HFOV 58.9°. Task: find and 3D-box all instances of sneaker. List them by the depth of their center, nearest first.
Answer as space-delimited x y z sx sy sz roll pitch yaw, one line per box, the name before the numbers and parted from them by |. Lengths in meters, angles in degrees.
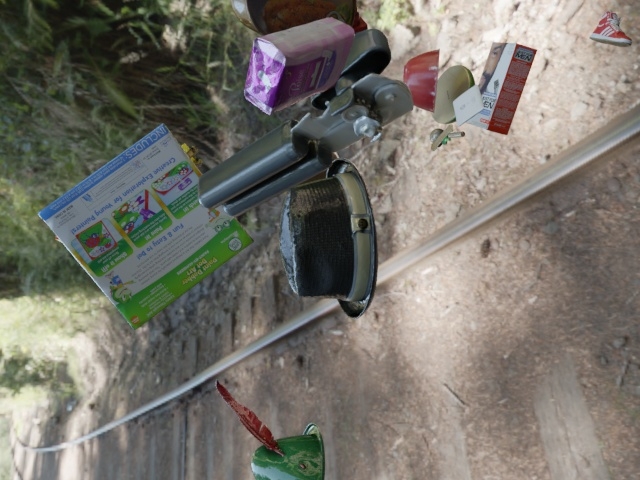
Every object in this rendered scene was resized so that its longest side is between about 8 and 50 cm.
sneaker | 0.653 -0.468 1.253 0.067 0.042 0.118 -66 25 19

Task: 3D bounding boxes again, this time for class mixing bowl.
mixing bowl | 0.290 -0.463 1.643 0.181 0.098 0.181 5 -90 -79

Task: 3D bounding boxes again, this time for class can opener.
can opener | -0.024 -0.108 0.606 0.280 0.074 0.093 -29 58 35

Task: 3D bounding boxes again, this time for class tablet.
tablet | 0.259 -0.238 0.998 0.054 0.006 0.083 -34 32 32

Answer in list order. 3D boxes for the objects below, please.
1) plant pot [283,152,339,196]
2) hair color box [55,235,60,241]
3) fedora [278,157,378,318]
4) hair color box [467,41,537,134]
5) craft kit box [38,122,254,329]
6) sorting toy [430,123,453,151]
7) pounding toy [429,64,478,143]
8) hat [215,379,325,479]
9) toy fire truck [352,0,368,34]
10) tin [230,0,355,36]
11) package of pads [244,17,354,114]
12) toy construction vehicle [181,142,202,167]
plant pot | -0.082 -0.266 1.856 0.237 0.254 0.237 -4 76 18
hair color box | -0.488 -0.011 1.228 0.072 0.141 0.043 131 142 -77
fedora | 0.000 0.000 1.163 0.334 0.153 0.334 176 90 -74
hair color box | 0.357 -0.303 1.128 0.093 0.053 0.167 -123 47 -66
craft kit box | -0.284 -0.023 0.951 0.246 0.250 0.061 54 175 -7
sorting toy | 0.259 -0.212 1.199 0.062 0.012 0.083 -47 10 27
pounding toy | 0.437 -0.415 1.763 0.183 0.110 0.236 4 85 63
hat | -0.106 0.375 0.949 0.208 0.184 0.173 -124 49 -72
toy fire truck | 0.020 -0.583 1.495 0.246 0.217 0.158 81 169 -46
tin | -0.026 -0.269 0.636 0.040 0.190 0.106 36 105 30
package of pads | -0.014 -0.128 0.409 0.032 0.083 0.050 39 136 18
toy construction vehicle | -0.304 -0.172 1.241 0.086 0.035 0.098 -43 -10 -1
